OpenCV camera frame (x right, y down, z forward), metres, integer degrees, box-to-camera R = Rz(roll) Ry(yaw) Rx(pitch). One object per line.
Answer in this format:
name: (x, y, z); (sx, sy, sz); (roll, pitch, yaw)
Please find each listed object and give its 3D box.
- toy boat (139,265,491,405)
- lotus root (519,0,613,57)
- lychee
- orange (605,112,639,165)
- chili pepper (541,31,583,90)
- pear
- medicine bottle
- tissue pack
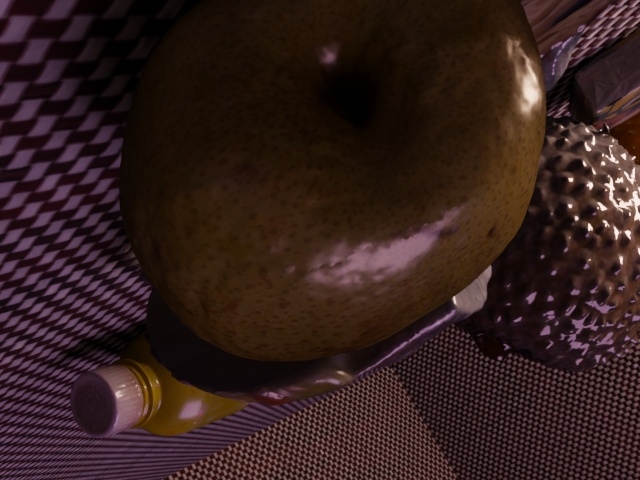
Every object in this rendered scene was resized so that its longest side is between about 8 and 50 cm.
toy boat: (-0.001, 0.035, 0.651); (0.293, 0.111, 0.276); (-32, -156, 8)
lotus root: (0.125, -0.157, 0.568); (0.170, 0.074, 0.260); (-28, 170, -20)
lychee: (0.250, 0.006, 1.004); (0.300, 0.300, 0.300); (-29, 167, -7)
orange: (0.431, -0.112, 1.251); (0.334, 0.196, 0.262); (-44, 176, 23)
chili pepper: (0.202, -0.162, 0.794); (0.153, 0.041, 0.050); (129, -19, -56)
pear: (0.007, -0.042, 0.468); (0.228, 0.188, 0.211); (-31, 170, -10)
medicine bottle: (-0.168, 0.152, 0.955); (0.122, 0.122, 0.212); (-38, 165, 29)
tissue pack: (0.339, -0.177, 0.996); (0.109, 0.060, 0.148); (-32, 168, 9)
